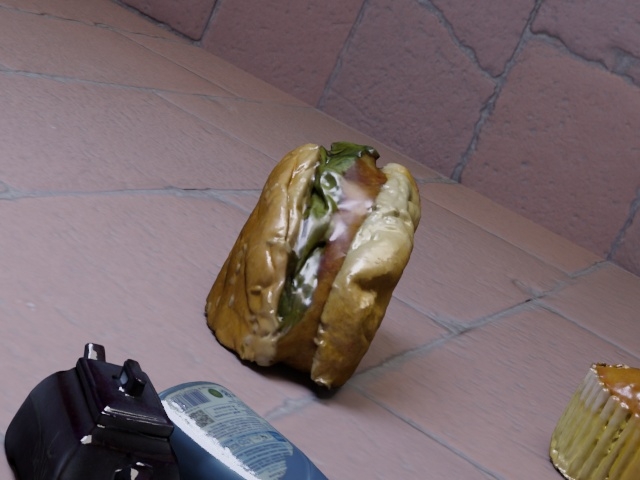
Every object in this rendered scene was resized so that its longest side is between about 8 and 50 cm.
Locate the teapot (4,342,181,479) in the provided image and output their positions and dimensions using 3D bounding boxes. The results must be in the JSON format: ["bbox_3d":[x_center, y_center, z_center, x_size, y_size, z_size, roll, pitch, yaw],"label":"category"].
[{"bbox_3d":[-0.130,0.120,0.721,0.087,0.096,0.177,18,15,-27],"label":"teapot"}]

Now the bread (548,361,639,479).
[{"bbox_3d":[0.360,0.215,1.161,0.250,0.133,0.179,33,19,33],"label":"bread"}]

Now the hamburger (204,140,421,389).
[{"bbox_3d":[0.003,-0.001,1.193,0.162,0.209,0.330,25,11,0],"label":"hamburger"}]

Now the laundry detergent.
[{"bbox_3d":[-0.030,0.170,0.780,0.206,0.061,0.097,34,9,33],"label":"laundry detergent"}]
